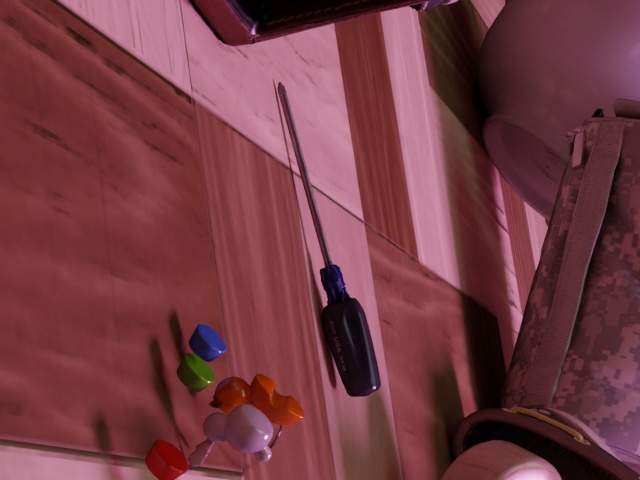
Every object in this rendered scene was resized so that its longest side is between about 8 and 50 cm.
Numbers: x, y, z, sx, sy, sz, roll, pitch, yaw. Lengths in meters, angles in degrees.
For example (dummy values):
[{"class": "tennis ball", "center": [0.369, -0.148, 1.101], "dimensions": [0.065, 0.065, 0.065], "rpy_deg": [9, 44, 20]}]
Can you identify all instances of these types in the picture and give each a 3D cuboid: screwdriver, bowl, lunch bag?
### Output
[{"class": "screwdriver", "center": [0.000, 0.000, 1.018], "dimensions": [0.025, 0.024, 0.170], "rpy_deg": [153, -79, -73]}, {"class": "bowl", "center": [0.241, -0.099, 1.748], "dimensions": [0.298, 0.134, 0.298], "rpy_deg": [41, -16, 14]}, {"class": "lunch bag", "center": [0.271, 0.072, 1.556], "dimensions": [0.256, 0.212, 0.305], "rpy_deg": [33, 67, -40]}]

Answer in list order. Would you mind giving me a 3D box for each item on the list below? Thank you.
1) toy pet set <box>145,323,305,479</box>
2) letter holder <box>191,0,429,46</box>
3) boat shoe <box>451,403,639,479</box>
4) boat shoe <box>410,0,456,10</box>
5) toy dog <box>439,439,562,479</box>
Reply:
[{"class": "toy pet set", "center": [-0.032, 0.110, 0.737], "dimensions": [0.114, 0.065, 0.122], "rpy_deg": [41, 18, -8]}, {"class": "letter holder", "center": [0.023, -0.272, 0.885], "dimensions": [0.152, 0.214, 0.302], "rpy_deg": [50, 31, -65]}, {"class": "boat shoe", "center": [0.215, 0.221, 1.271], "dimensions": [0.324, 0.117, 0.096], "rpy_deg": [42, 11, 30]}, {"class": "boat shoe", "center": [0.042, -0.243, 1.293], "dimensions": [0.081, 0.068, 0.228], "rpy_deg": [36, -28, 44]}, {"class": "toy dog", "center": [0.154, 0.277, 1.116], "dimensions": [0.334, 0.161, 0.220], "rpy_deg": [52, -14, -17]}]
